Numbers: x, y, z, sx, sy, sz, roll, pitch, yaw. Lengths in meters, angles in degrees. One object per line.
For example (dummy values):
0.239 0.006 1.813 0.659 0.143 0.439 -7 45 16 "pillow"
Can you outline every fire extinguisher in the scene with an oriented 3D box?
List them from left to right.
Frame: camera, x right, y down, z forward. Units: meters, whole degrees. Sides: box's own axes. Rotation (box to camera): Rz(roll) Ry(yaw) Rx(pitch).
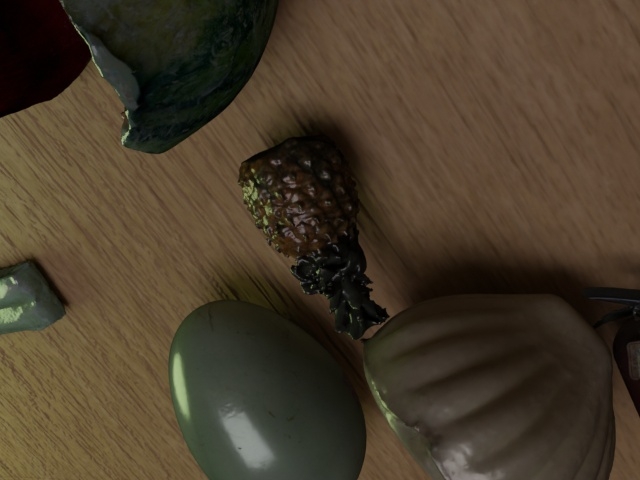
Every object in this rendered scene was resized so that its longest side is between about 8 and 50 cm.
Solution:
0.332 0.143 0.955 0.104 0.105 0.269 -12 123 31 "fire extinguisher"

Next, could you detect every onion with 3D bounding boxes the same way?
-0.334 -0.183 0.887 0.272 0.195 0.272 6 150 4 "onion"

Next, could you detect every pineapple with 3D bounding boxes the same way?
0.000 0.000 0.947 0.108 0.108 0.198 -19 99 34 "pineapple"

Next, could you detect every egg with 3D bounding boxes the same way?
-0.059 0.179 1.093 0.183 0.183 0.264 -23 110 36 "egg"

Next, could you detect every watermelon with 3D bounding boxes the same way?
-0.125 -0.192 0.803 0.180 0.224 0.305 20 151 32 "watermelon"

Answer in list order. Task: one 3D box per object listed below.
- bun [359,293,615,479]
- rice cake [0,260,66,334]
0.181 0.134 0.938 0.263 0.263 0.175 41 106 -13 "bun"
-0.415 0.082 1.260 0.226 0.040 0.085 -13 122 31 "rice cake"
